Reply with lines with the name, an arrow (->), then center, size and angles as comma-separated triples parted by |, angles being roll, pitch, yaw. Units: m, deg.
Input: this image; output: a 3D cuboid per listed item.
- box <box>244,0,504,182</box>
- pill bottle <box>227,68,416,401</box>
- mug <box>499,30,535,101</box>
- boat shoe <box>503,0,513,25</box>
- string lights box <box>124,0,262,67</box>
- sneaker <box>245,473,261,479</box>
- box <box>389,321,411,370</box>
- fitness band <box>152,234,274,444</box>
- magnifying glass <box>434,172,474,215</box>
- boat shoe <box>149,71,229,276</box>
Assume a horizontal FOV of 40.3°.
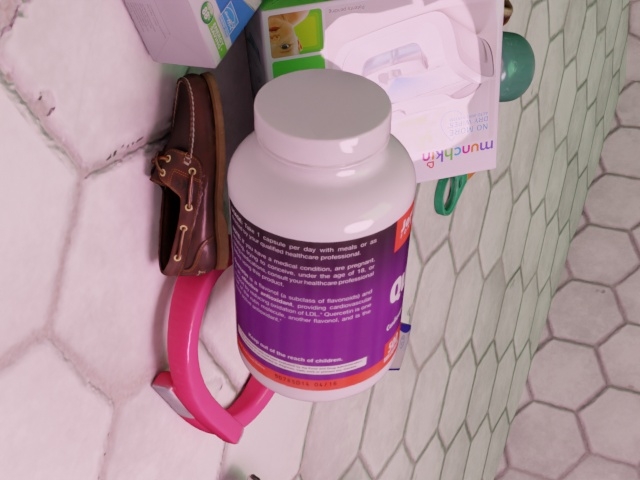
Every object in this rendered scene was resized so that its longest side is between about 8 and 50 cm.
box -> 0.056, -0.182, 0.974 | 0.127, 0.262, 0.231 | -118, -160, -56
pill bottle -> 0.000, 0.000, 0.881 | 0.181, 0.181, 0.323 | -52, 153, -43
mug -> 0.313, -0.309, 1.618 | 0.097, 0.129, 0.158 | -8, 117, -41
boat shoe -> 0.264, -0.389, 1.481 | 0.123, 0.123, 0.342 | -43, 138, -51
string lights box -> -0.091, -0.301, 0.826 | 0.260, 0.076, 0.133 | -62, 150, -30
sneaker -> -0.073, 0.447, 1.203 | 0.147, 0.130, 0.330 | -49, 144, -20
box -> 0.042, 0.134, 1.243 | 0.126, 0.137, 0.072 | 18, 86, -65
fitness band -> -0.103, 0.118, 1.031 | 0.209, 0.054, 0.291 | -66, 154, -24
magnifying glass -> 0.282, -0.122, 1.768 | 0.231, 0.026, 0.092 | -43, 139, -52
boat shoe -> -0.132, -0.061, 0.863 | 0.073, 0.073, 0.207 | -7, 108, -20
